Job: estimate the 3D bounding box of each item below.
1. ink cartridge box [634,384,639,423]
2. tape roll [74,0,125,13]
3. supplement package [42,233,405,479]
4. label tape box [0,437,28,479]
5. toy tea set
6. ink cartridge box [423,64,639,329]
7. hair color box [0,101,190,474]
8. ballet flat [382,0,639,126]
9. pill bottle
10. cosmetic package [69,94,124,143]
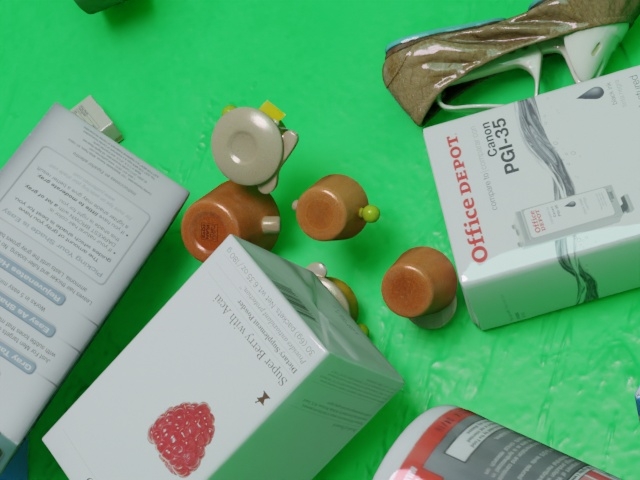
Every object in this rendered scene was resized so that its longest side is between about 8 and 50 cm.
[{"bbox_3d":[0.379,0.182,1.523,0.139,0.191,0.082,23,70,26],"label":"ink cartridge box"},{"bbox_3d":[-0.310,-0.439,1.989,0.077,0.321,0.321,-22,59,4],"label":"tape roll"},{"bbox_3d":[-0.098,0.172,1.639,0.293,0.175,0.177,-47,60,10],"label":"supplement package"},{"bbox_3d":[-0.478,0.148,1.752,0.347,0.115,0.249,6,61,-17],"label":"label tape box"},{"bbox_3d":[0.000,0.000,1.787,0.336,0.124,0.200,40,114,12],"label":"toy tea set"},{"bbox_3d":[0.269,-0.048,1.722,0.283,0.117,0.207,-16,60,8],"label":"ink cartridge box"},{"bbox_3d":[-0.316,0.048,1.750,0.185,0.113,0.374,34,53,-4],"label":"hair color box"},{"bbox_3d":[0.240,-0.213,1.835,0.342,0.116,0.124,-19,79,7],"label":"ballet flat"},{"bbox_3d":[0.227,0.310,1.490,0.363,0.210,0.210,22,71,26],"label":"pill bottle"},{"bbox_3d":[-0.304,-0.117,1.979,0.115,0.041,0.060,-37,58,-5],"label":"cosmetic package"}]
